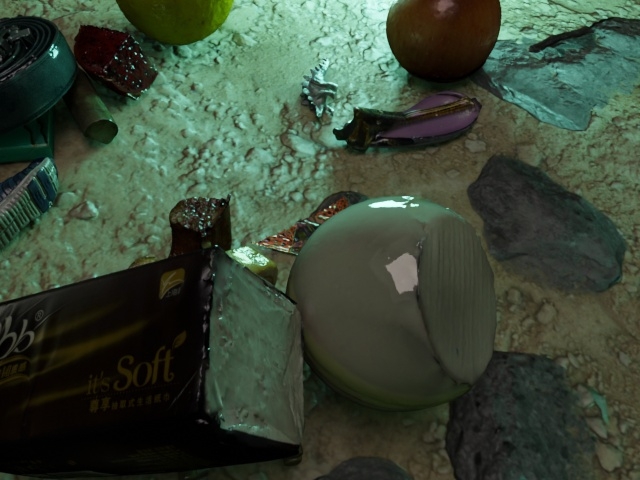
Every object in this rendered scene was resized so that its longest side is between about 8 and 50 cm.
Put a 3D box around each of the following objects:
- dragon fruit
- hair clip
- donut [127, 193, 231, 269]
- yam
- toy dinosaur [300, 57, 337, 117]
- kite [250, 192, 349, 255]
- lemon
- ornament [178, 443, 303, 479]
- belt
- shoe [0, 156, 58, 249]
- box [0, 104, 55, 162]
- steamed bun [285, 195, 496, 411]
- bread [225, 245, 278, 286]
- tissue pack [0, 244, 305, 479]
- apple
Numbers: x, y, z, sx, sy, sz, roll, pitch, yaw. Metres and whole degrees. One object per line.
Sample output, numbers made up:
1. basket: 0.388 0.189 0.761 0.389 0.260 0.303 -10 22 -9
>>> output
1. dragon fruit: -0.435 -0.360 1.122 0.161 0.121 0.127 23 69 21
2. hair clip: 0.202 -0.254 1.154 0.358 0.096 0.110 -13 22 -26
3. donut: -0.215 0.038 0.846 0.085 0.141 0.217 14 45 14
4. yam: -0.455 -0.260 1.065 0.068 0.068 0.169 -25 63 -22
5. toy dinosaur: -0.001 -0.340 1.196 0.082 0.039 0.209 9 54 1
6. kite: 0.000 0.001 0.975 0.222 0.008 0.125 -28 63 -24
7. lemon: -0.317 -0.566 1.175 0.292 0.293 0.293 3 55 -5
8. ornament: -0.159 0.213 0.773 0.230 0.061 0.245 -10 53 -11
9. belt: -0.566 -0.295 0.990 0.206 0.116 0.268 6 54 14
10. shoe: -0.526 -0.070 0.904 0.106 0.091 0.207 34 61 10
11. box: -0.621 -0.210 1.022 0.226 0.042 0.161 -9 57 -13
12. steamed bun: 0.074 0.090 0.776 0.309 0.309 0.310 3 55 -5
13. bread: -0.132 0.072 0.831 0.073 0.122 0.149 32 30 20
14. tissue pack: -0.222 0.162 0.629 0.369 0.210 0.198 -14 62 20
15. apple: 0.280 -0.495 1.242 0.271 0.206 0.252 -19 56 -18
